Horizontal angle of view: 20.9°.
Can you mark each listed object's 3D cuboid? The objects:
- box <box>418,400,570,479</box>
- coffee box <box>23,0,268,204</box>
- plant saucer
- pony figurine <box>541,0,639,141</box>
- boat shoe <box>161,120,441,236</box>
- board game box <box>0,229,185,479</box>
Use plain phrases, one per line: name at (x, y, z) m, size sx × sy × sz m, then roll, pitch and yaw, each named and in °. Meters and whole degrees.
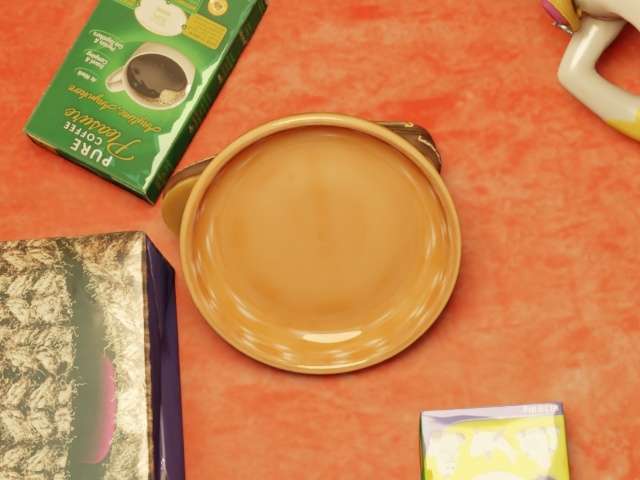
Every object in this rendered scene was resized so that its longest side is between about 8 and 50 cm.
box at (0.127, 0.207, 1.222) m, size 0.105 × 0.043 × 0.179 m, roll -5°, pitch 78°, yaw 4°
coffee box at (-0.132, -0.132, 1.322) m, size 0.113 × 0.040 × 0.184 m, roll 26°, pitch 80°, yaw 11°
plant saucer at (0.000, 0.000, 1.240) m, size 0.200 × 0.037 × 0.200 m, roll 0°, pitch 112°, yaw 1°
pony figurine at (0.250, -0.249, 1.223) m, size 0.363 × 0.303 × 0.351 m, roll 43°, pitch 93°, yaw -3°
boat shoe at (-0.014, -0.045, 1.283) m, size 0.207 × 0.073 × 0.073 m, roll -6°, pitch 37°, yaw 0°
board game box at (-0.249, 0.127, 1.221) m, size 0.291 × 0.141 × 0.232 m, roll -5°, pitch 77°, yaw 3°
